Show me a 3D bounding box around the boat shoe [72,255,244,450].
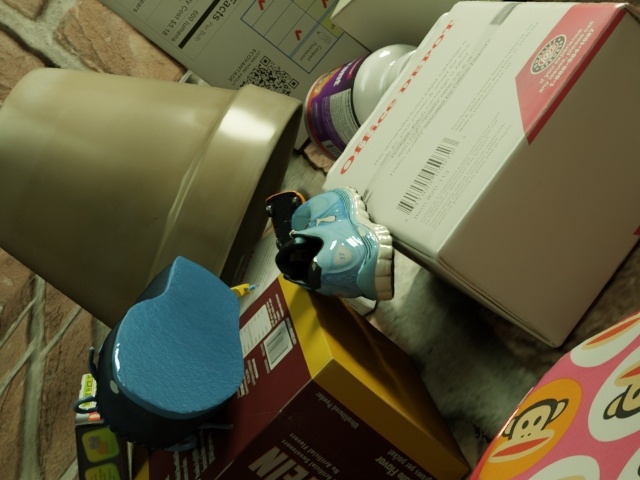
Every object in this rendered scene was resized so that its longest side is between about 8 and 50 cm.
[{"bbox_3d":[-0.104,0.093,0.811,0.089,0.109,0.258,-52,1,12],"label":"boat shoe"}]

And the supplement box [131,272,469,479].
[{"bbox_3d":[-0.026,0.151,0.843,0.194,0.129,0.191,-47,19,8],"label":"supplement box"}]

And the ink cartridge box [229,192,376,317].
[{"bbox_3d":[-0.015,0.035,1.131,0.175,0.072,0.127,-35,26,44],"label":"ink cartridge box"}]

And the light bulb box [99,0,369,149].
[{"bbox_3d":[-0.063,-0.382,1.535,0.358,0.361,0.225,-48,18,17],"label":"light bulb box"}]

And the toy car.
[{"bbox_3d":[-0.050,0.003,1.075,0.122,0.060,0.040,-35,-7,26],"label":"toy car"}]

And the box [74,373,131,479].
[{"bbox_3d":[-0.164,0.219,0.911,0.114,0.036,0.207,-124,32,-75],"label":"box"}]

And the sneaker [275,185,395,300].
[{"bbox_3d":[0.000,0.000,0.847,0.162,0.073,0.063,-138,45,-70],"label":"sneaker"}]

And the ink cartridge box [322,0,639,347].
[{"bbox_3d":[0.135,-0.066,0.875,0.207,0.117,0.283,-54,19,0],"label":"ink cartridge box"}]

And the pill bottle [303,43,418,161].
[{"bbox_3d":[0.067,-0.139,1.184,0.108,0.108,0.193,-59,19,-15],"label":"pill bottle"}]

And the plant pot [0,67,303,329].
[{"bbox_3d":[-0.205,-0.046,1.253,0.323,0.280,0.323,20,-90,-88],"label":"plant pot"}]

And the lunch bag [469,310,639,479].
[{"bbox_3d":[0.181,0.087,0.466,0.293,0.120,0.258,-34,15,47],"label":"lunch bag"}]

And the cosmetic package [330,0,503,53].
[{"bbox_3d":[0.144,-0.341,1.256,0.160,0.113,0.309,-28,31,52],"label":"cosmetic package"}]
